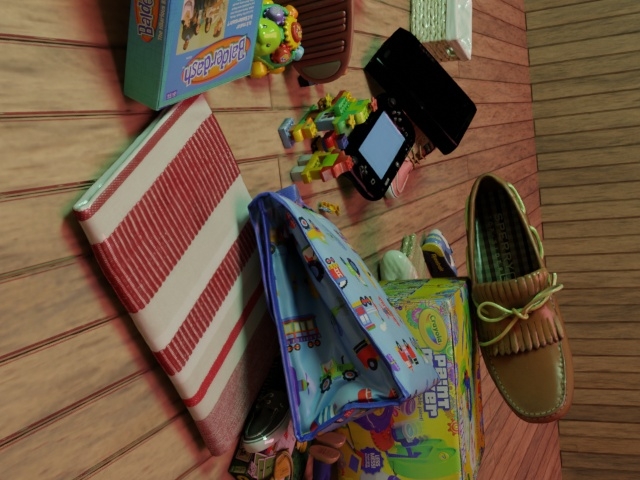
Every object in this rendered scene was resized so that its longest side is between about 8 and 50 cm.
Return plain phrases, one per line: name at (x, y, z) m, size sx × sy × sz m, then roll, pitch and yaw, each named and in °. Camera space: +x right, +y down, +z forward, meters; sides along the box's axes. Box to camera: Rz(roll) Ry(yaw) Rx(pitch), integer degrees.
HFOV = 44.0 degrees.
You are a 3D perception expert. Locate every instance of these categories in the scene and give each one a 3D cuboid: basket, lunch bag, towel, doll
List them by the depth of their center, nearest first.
towel at (-0.126, 0.032, 0.844) m, size 0.329 × 0.037 × 0.237 m, roll 68°, pitch 31°, yaw -33°
lunch bag at (0.013, 0.065, 0.945) m, size 0.293 × 0.138 × 0.221 m, roll 68°, pitch 14°, yaw 12°
doll at (-0.001, 0.352, 1.036) m, size 0.129 × 0.046 × 0.189 m, roll -48°, pitch 144°, yaw -69°
towel at (0.171, 0.070, 1.484) m, size 0.110 × 0.027 × 0.148 m, roll 62°, pitch 34°, yaw -40°
basket at (0.246, -0.455, 1.618) m, size 0.113 × 0.103 × 0.167 m, roll 27°, pitch 63°, yaw -62°

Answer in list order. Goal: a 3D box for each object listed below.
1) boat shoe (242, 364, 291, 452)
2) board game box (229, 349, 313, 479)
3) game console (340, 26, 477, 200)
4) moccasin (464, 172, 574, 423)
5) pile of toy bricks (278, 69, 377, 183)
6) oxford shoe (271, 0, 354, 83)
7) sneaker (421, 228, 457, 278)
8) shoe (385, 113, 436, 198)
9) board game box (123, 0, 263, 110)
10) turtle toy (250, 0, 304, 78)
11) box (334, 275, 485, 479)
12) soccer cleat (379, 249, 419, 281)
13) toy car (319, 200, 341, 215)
boat shoe at (-0.055, 0.189, 0.912) m, size 0.040 × 0.049 × 0.142 m, roll 68°, pitch 28°, yaw -15°
board game box at (-0.039, 0.210, 1.018) m, size 0.136 × 0.030 × 0.260 m, roll 65°, pitch 33°, yaw -43°
game console at (0.137, -0.195, 1.331) m, size 0.213 × 0.044 × 0.361 m, roll 44°, pitch 50°, yaw -14°
moccasin at (0.290, 0.078, 1.175) m, size 0.147 × 0.139 × 0.380 m, roll 45°, pitch 40°, yaw -61°
pile of toy bricks at (0.028, -0.177, 1.113) m, size 0.212 × 0.105 × 0.118 m, roll -63°, pitch 141°, yaw -47°
oxford shoe at (-0.007, -0.387, 1.052) m, size 0.130 × 0.123 × 0.348 m, roll -42°, pitch 126°, yaw -66°
sneaker at (0.250, 0.036, 1.628) m, size 0.144 × 0.053 × 0.059 m, roll 63°, pitch 32°, yaw -43°
shoe at (0.162, -0.156, 1.426) m, size 0.063 × 0.081 × 0.178 m, roll 52°, pitch 42°, yaw -51°
board game box at (-0.112, -0.246, 0.763) m, size 0.160 × 0.047 × 0.210 m, roll -37°, pitch 148°, yaw -51°
turtle toy at (-0.062, -0.251, 0.977) m, size 0.130 × 0.066 × 0.095 m, roll -37°, pitch 120°, yaw -61°
box at (0.137, 0.214, 1.177) m, size 0.279 × 0.177 × 0.290 m, roll -12°, pitch 98°, yaw -73°
soccer cleat at (0.138, 0.112, 1.366) m, size 0.076 × 0.068 × 0.196 m, roll -47°, pitch 132°, yaw -53°
toy car at (0.000, 0.000, 1.138) m, size 0.040 × 0.060 × 0.122 m, roll 18°, pitch 42°, yaw -18°
